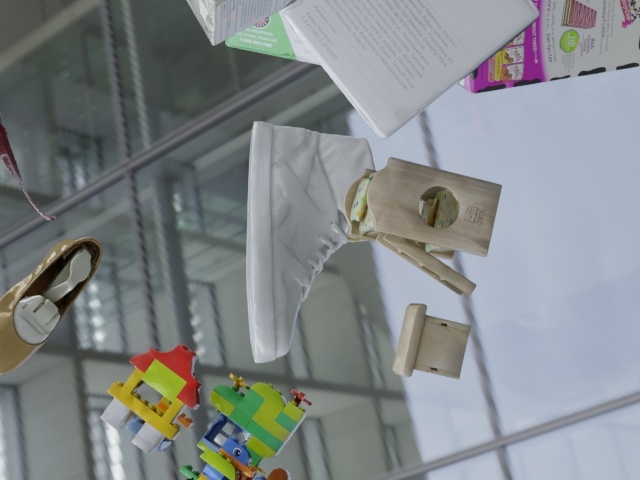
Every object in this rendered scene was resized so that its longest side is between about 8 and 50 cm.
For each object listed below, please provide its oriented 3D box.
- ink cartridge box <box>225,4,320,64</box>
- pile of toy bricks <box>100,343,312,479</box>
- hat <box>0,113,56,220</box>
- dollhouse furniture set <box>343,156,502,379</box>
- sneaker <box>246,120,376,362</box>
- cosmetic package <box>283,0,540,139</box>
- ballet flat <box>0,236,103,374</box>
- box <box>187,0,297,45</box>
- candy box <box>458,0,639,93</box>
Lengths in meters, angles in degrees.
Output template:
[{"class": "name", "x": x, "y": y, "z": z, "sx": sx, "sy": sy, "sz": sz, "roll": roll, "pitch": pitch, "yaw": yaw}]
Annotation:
[{"class": "ink cartridge box", "x": 0.006, "y": -0.380, "z": 1.708, "sx": 0.121, "sy": 0.211, "sz": 0.289, "roll": -31, "pitch": -48, "yaw": -63}, {"class": "pile of toy bricks", "x": -0.052, "y": 0.155, "z": 1.033, "sx": 0.212, "sy": 0.105, "sz": 0.118, "roll": 35, "pitch": 176, "yaw": 11}, {"class": "hat", "x": -0.411, "y": -0.111, "z": 1.695, "sx": 0.183, "sy": 0.173, "sz": 0.208, "roll": 37, "pitch": -136, "yaw": -17}, {"class": "dollhouse furniture set", "x": 0.059, "y": 0.026, "z": 1.091, "sx": 0.101, "sy": 0.182, "sz": 0.161, "roll": 14, "pitch": -95, "yaw": -9}, {"class": "sneaker", "x": 0.000, "y": 0.000, "z": 1.509, "sx": 0.169, "sy": 0.108, "sz": 0.293, "roll": 4, "pitch": -114, "yaw": -7}, {"class": "cosmetic package", "x": 0.089, "y": -0.212, "z": 1.248, "sx": 0.151, "sy": 0.183, "sz": 0.151, "roll": 51, "pitch": -168, "yaw": -2}, {"class": "ballet flat", "x": -0.351, "y": 0.072, "z": 1.693, "sx": 0.080, "sy": 0.073, "sz": 0.232, "roll": 50, "pitch": -137, "yaw": -23}, {"class": "box", "x": -0.048, "y": -0.335, "z": 1.437, "sx": 0.127, "sy": 0.232, "sz": 0.148, "roll": 59, "pitch": 171, "yaw": 6}, {"class": "candy box", "x": 0.272, "y": -0.275, "z": 1.587, "sx": 0.071, "sy": 0.233, "sz": 0.159, "roll": -129, "pitch": 33, "yaw": -58}]
